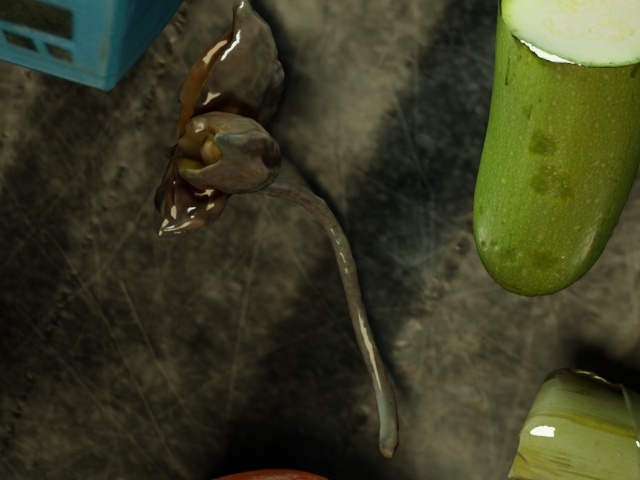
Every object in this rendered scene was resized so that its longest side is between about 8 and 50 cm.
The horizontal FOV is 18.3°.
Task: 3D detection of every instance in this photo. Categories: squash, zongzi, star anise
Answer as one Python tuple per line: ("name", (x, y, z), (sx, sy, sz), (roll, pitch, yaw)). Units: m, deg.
("squash", (0.132, -0.044, 1.082), (0.095, 0.095, 0.188), (16, 129, 14))
("zongzi", (0.234, 0.200, 1.185), (0.256, 0.115, 0.228), (8, 127, 7))
("star anise", (0.000, 0.000, 1.167), (0.227, 0.148, 0.218), (23, 96, -24))

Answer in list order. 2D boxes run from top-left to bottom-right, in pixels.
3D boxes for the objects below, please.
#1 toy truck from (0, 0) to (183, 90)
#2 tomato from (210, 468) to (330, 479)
("toy truck", (-0.253, -0.219, 1.099), (0.385, 0.161, 0.162), (18, 135, 11))
("tomato", (-0.028, 0.253, 1.273), (0.232, 0.188, 0.232), (9, 109, 27))
